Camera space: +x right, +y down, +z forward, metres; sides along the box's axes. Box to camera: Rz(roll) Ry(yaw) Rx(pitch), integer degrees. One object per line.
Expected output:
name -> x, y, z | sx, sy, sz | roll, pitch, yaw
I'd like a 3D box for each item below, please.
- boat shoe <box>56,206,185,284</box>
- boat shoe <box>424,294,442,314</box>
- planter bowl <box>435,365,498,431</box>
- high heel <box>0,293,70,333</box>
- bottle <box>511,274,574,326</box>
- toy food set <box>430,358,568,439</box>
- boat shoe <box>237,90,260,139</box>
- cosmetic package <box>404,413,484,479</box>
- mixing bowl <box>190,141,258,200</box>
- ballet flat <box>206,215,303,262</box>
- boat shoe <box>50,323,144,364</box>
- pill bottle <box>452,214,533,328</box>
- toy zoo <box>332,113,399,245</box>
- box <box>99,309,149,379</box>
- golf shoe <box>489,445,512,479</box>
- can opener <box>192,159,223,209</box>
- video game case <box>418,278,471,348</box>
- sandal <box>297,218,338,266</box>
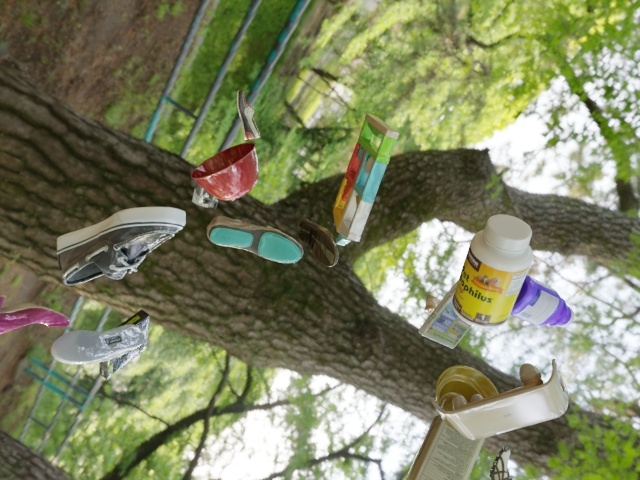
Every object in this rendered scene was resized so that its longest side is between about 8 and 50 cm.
boat shoe -> -0.357, 0.017, 1.137 | 0.301, 0.102, 0.108 | -15, 164, 27
boat shoe -> 0.405, 0.225, 2.103 | 0.063, 0.170, 0.059 | -23, -129, 37
planter bowl -> 0.411, 0.481, 1.857 | 0.217, 0.217, 0.090 | -59, 180, -41
high heel -> -0.698, 0.199, 1.489 | 0.244, 0.082, 0.117 | 36, 67, -58
bottle -> 0.618, 0.180, 1.810 | 0.118, 0.283, 0.092 | -54, -141, 18
toy food set -> 0.446, 0.388, 1.576 | 0.306, 0.219, 0.092 | -21, -129, 15
boat shoe -> -0.196, -0.339, 1.730 | 0.049, 0.043, 0.136 | -76, 158, -66
cosmetic package -> 0.378, 0.706, 2.002 | 0.296, 0.153, 0.129 | -55, 174, -28
mixing bowl -> -0.228, -0.165, 1.637 | 0.182, 0.098, 0.181 | -22, -157, 10
ballet flat -> -0.205, -0.015, 2.043 | 0.106, 0.316, 0.107 | -107, -141, -60
boat shoe -> -0.587, 0.285, 1.678 | 0.258, 0.095, 0.084 | 2, 146, -49
pill bottle -> 0.334, 0.059, 1.235 | 0.117, 0.117, 0.214 | -61, 163, -52
toy zoo -> 0.087, -0.124, 1.428 | 0.192, 0.030, 0.293 | -112, -140, -67
box -> -0.654, 0.346, 2.136 | 0.184, 0.045, 0.190 | -38, 155, -43
golf shoe -> 0.579, 0.756, 2.034 | 0.198, 0.094, 0.077 | -61, 158, -23
can opener -> -0.317, -0.170, 1.850 | 0.283, 0.076, 0.095 | 129, -24, -64
video game case -> 0.383, 0.206, 1.796 | 0.193, 0.023, 0.212 | -53, 141, 6
sandal -> 0.000, 0.000, 1.893 | 0.219, 0.060, 0.089 | 40, -55, 51
